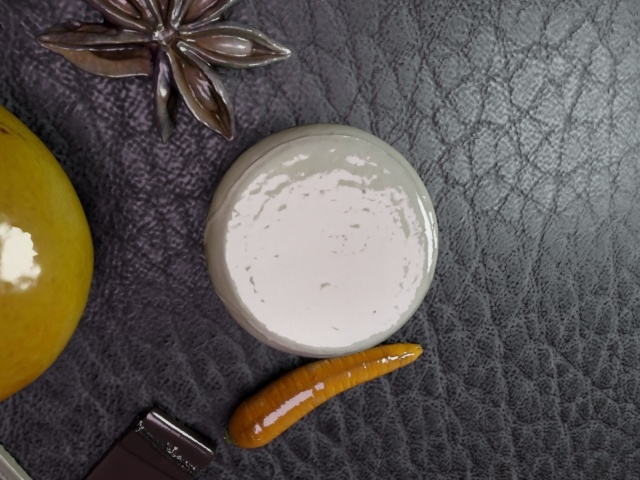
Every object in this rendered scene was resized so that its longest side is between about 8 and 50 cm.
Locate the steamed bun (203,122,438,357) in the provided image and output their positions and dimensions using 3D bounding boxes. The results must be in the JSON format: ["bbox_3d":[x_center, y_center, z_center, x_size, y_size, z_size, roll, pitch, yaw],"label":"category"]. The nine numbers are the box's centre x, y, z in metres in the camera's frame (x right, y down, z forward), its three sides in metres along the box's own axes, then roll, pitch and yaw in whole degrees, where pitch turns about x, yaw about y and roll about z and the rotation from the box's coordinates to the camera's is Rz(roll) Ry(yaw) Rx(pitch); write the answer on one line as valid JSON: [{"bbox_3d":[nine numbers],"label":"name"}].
[{"bbox_3d":[0.000,0.000,0.515,0.232,0.145,0.231,0,93,-7],"label":"steamed bun"}]

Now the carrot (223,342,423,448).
[{"bbox_3d":[0.004,0.177,0.614,0.271,0.062,0.066,-28,77,-9],"label":"carrot"}]

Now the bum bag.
[{"bbox_3d":[-0.216,0.285,0.604,0.109,0.026,0.159,41,93,-21],"label":"bum bag"}]

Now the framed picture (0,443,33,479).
[{"bbox_3d":[-0.425,0.337,0.571,0.211,0.020,0.289,-29,109,-5],"label":"framed picture"}]

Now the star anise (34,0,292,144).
[{"bbox_3d":[-0.132,-0.203,0.464,0.212,0.073,0.197,40,96,-23],"label":"star anise"}]

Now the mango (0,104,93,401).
[{"bbox_3d":[-0.401,-0.021,0.370,0.446,0.232,0.300,29,99,-13],"label":"mango"}]
